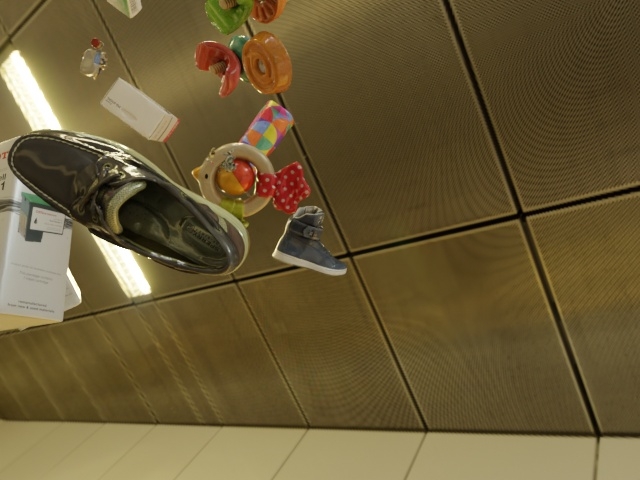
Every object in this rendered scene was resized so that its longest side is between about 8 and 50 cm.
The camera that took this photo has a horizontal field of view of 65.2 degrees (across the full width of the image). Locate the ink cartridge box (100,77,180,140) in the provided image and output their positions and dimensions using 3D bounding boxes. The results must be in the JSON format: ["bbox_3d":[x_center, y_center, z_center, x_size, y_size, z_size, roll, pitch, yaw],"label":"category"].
[{"bbox_3d":[-0.556,-0.400,1.568,0.172,0.237,0.100,36,-86,-10],"label":"ink cartridge box"}]

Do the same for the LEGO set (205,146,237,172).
[{"bbox_3d":[-0.190,-0.155,0.995,0.023,0.083,0.054,33,-66,30],"label":"LEGO set"}]

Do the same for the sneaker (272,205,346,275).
[{"bbox_3d":[0.000,0.000,1.339,0.086,0.226,0.163,28,-81,56],"label":"sneaker"}]

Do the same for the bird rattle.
[{"bbox_3d":[-0.162,-0.116,1.100,0.254,0.143,0.207,-29,-65,10],"label":"bird rattle"}]

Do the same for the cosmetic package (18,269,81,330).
[{"bbox_3d":[-0.540,0.030,0.908,0.085,0.117,0.231,19,-48,60],"label":"cosmetic package"}]

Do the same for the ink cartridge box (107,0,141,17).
[{"bbox_3d":[-0.583,-0.725,1.316,0.225,0.056,0.181,35,-22,3],"label":"ink cartridge box"}]

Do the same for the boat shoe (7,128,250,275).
[{"bbox_3d":[-0.165,-0.034,0.434,0.224,0.073,0.080,28,-90,-7],"label":"boat shoe"}]

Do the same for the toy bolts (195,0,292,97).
[{"bbox_3d":[-0.100,-0.352,0.897,0.218,0.158,0.228,55,-32,1],"label":"toy bolts"}]

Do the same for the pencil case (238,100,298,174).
[{"bbox_3d":[-0.165,-0.266,1.361,0.104,0.236,0.104,32,-15,9],"label":"pencil case"}]

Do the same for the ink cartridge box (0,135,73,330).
[{"bbox_3d":[-0.403,-0.002,0.628,0.160,0.092,0.219,-11,-109,22],"label":"ink cartridge box"}]

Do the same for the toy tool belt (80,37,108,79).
[{"bbox_3d":[-0.506,-0.407,1.126,0.052,0.051,0.083,22,-85,4],"label":"toy tool belt"}]
